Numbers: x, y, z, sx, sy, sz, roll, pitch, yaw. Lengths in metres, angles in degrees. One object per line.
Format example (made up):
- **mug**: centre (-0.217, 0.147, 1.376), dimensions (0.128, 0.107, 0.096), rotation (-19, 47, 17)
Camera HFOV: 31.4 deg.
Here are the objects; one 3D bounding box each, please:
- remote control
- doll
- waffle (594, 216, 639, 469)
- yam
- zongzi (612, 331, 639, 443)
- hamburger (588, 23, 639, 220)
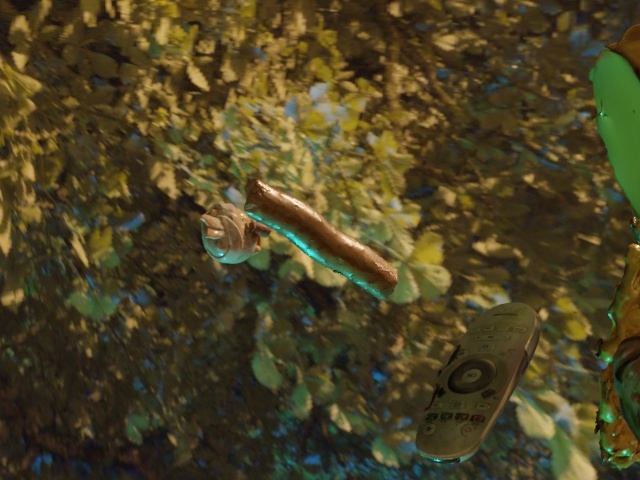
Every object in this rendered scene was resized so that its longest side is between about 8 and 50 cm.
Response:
- **remote control**: centre (0.178, 0.156, 1.263), dimensions (0.256, 0.097, 0.045), rotation (-50, -54, -43)
- **doll**: centre (-0.102, -0.009, 1.385), dimensions (0.084, 0.127, 0.073), rotation (-6, -98, 14)
- **waffle**: centre (0.494, 0.151, 1.677), dimensions (0.382, 0.095, 0.380), rotation (4, -83, -58)
- **yam**: centre (0.000, 0.000, 1.373), dimensions (0.241, 0.057, 0.057), rotation (34, -91, -30)
- **zongzi**: centre (0.391, 0.131, 0.930), dimensions (0.134, 0.286, 0.288), rotation (5, -50, -33)
- **hamburger**: centre (0.474, -0.153, 1.373), dimensions (0.237, 0.276, 0.276), rotation (-21, -73, -1)
